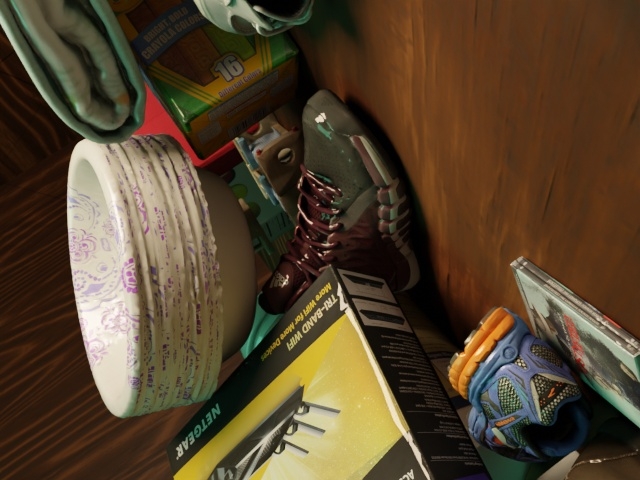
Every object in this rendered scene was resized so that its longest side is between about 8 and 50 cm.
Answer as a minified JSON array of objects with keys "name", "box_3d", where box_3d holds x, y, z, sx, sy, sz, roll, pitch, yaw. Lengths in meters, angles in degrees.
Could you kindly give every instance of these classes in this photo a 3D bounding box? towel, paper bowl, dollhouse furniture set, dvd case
[{"name":"towel","box_3d":[-0.286,-0.299,0.696,0.320,0.090,0.374,52,165,40]},{"name":"paper bowl","box_3d":[-0.164,0.031,0.840,0.284,0.148,0.284,28,121,60]},{"name":"dollhouse furniture set","box_3d":[-0.099,-0.065,1.022,0.129,0.184,0.129,45,167,55]},{"name":"dvd case","box_3d":[0.176,0.069,0.533,0.119,0.013,0.087,48,169,53]}]

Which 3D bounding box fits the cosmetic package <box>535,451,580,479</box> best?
[{"name":"cosmetic package","box_3d":[0.211,0.323,0.733,0.151,0.184,0.151,51,171,34]}]

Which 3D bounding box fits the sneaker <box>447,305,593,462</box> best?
[{"name":"sneaker","box_3d":[0.160,0.133,0.609,0.087,0.083,0.221,40,175,35]}]

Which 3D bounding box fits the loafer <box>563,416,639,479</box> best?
[{"name":"loafer","box_3d":[0.230,0.200,0.493,0.080,0.078,0.220,60,171,-28]}]

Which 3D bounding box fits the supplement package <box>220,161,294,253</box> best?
[{"name":"supplement package","box_3d":[-0.180,-0.031,1.432,0.139,0.244,0.134,53,173,14]}]

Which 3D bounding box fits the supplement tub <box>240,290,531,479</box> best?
[{"name":"supplement tub","box_3d":[0.059,0.182,0.917,0.316,0.228,0.228,49,170,43]}]

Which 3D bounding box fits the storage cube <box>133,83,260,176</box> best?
[{"name":"storage cube","box_3d":[-0.200,-0.176,1.154,0.183,0.193,0.215,56,173,0]}]

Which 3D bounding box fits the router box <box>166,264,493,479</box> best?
[{"name":"router box","box_3d":[-0.010,0.215,0.750,0.081,0.309,0.243,14,-143,-41]}]

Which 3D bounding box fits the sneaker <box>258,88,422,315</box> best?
[{"name":"sneaker","box_3d":[0.000,0.000,0.763,0.106,0.162,0.281,50,170,40]}]

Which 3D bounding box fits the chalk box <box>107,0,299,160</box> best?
[{"name":"chalk box","box_3d":[-0.133,-0.214,0.809,0.213,0.132,0.132,54,172,7]}]

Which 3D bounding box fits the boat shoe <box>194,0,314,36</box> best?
[{"name":"boat shoe","box_3d":[-0.043,-0.186,0.568,0.081,0.079,0.227,60,169,5]}]
